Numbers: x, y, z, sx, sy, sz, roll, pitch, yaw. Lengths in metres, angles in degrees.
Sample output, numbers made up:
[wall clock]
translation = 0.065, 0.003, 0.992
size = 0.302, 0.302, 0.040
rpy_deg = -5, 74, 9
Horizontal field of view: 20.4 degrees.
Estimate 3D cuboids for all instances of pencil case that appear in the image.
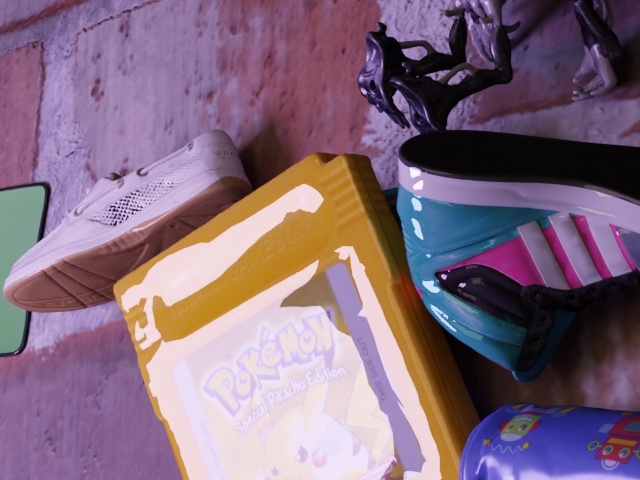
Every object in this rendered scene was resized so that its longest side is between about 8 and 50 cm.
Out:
[pencil case]
translation = 0.241, 0.184, 1.243
size = 0.306, 0.133, 0.119
rpy_deg = 0, 35, 50

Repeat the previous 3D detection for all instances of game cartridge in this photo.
[game cartridge]
translation = -0.021, 0.120, 1.483
size = 0.285, 0.052, 0.324
rpy_deg = -32, 72, 31

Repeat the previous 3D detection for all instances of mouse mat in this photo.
[mouse mat]
translation = -0.353, 0.034, 1.880
size = 0.152, 0.007, 0.190
rpy_deg = -6, 68, 37

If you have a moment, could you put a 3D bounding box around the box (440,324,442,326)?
[box]
translation = 0.031, 0.048, 1.524
size = 0.169, 0.054, 0.059
rpy_deg = -11, 43, 35

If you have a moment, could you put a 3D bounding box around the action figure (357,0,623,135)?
[action figure]
translation = 0.163, -0.185, 1.470
size = 0.275, 0.141, 0.164
rpy_deg = -41, 39, -13

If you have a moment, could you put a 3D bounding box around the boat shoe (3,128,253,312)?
[boat shoe]
translation = -0.188, -0.019, 1.714
size = 0.277, 0.098, 0.096
rpy_deg = -26, 58, 18

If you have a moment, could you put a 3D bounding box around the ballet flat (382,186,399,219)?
[ballet flat]
translation = 0.000, 0.000, 1.582
size = 0.213, 0.072, 0.068
rpy_deg = -10, 94, 36

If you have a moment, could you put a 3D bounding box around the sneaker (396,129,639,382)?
[sneaker]
translation = 0.199, 0.026, 1.370
size = 0.295, 0.124, 0.178
rpy_deg = 9, 119, 11
